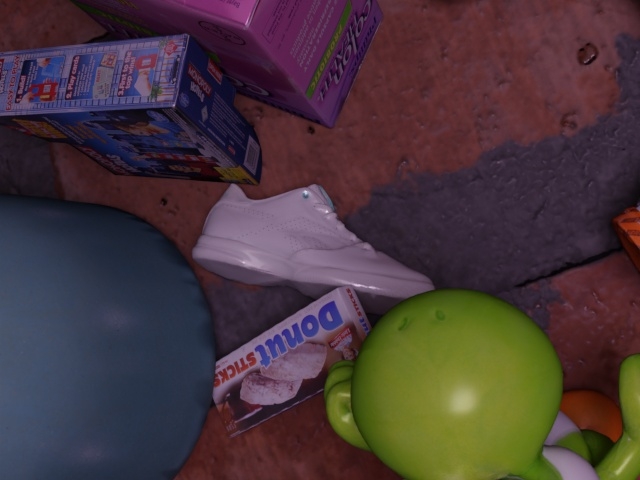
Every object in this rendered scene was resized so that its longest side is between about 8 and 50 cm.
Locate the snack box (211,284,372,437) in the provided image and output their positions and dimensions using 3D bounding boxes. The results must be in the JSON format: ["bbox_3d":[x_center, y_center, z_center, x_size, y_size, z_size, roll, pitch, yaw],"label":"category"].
[{"bbox_3d":[-0.027,0.101,0.749,0.178,0.022,0.064,-34,74,38],"label":"snack box"}]

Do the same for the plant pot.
[{"bbox_3d":[-0.264,0.095,0.726,0.293,0.235,0.292,-3,82,19],"label":"plant pot"}]

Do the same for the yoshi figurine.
[{"bbox_3d":[0.110,0.116,0.574,0.203,0.362,0.203,41,95,17],"label":"yoshi figurine"}]

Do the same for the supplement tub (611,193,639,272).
[{"bbox_3d":[0.317,-0.029,0.664,0.190,0.117,0.117,-33,76,8],"label":"supplement tub"}]

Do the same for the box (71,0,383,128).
[{"bbox_3d":[-0.088,-0.206,0.730,0.214,0.243,0.117,23,88,16],"label":"box"}]

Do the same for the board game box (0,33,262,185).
[{"bbox_3d":[-0.166,-0.106,0.767,0.194,0.194,0.060,6,78,16],"label":"board game box"}]

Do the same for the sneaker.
[{"bbox_3d":[0.000,0.000,0.773,0.212,0.080,0.094,14,72,16],"label":"sneaker"}]
